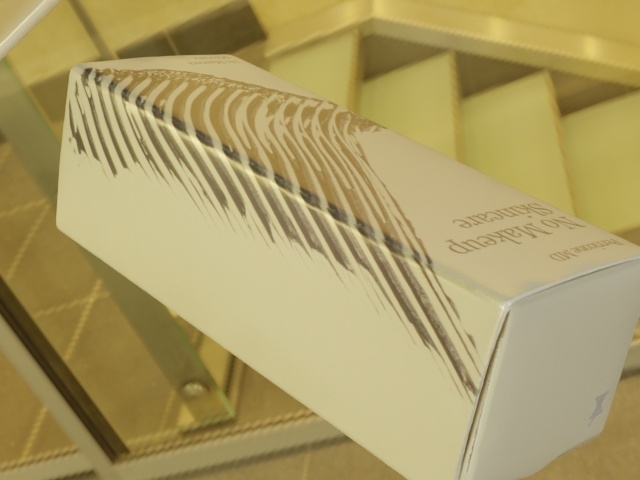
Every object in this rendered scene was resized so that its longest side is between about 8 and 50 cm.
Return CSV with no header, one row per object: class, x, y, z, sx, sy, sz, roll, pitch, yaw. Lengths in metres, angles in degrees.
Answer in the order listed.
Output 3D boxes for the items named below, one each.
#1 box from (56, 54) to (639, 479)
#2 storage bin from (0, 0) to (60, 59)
box,0.000,0.000,0.528,0.275,0.094,0.113,29,29,37
storage bin,-0.263,-0.199,0.586,0.262,0.260,0.123,-42,43,9
